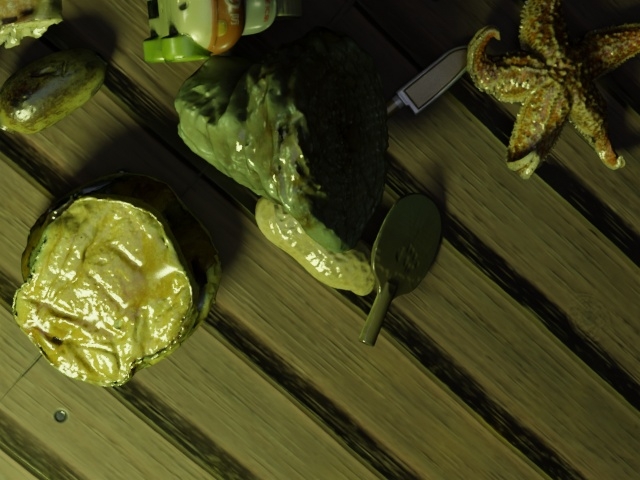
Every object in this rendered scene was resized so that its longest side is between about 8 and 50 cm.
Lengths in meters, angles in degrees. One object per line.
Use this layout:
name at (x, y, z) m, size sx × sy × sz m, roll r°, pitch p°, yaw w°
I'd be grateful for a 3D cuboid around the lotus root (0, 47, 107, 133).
lotus root at (-0.380, -0.210, 1.609) m, size 0.179 × 0.080 × 0.089 m, roll -33°, pitch 102°, yaw 1°

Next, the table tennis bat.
table tennis bat at (0.110, 0.042, 1.677) m, size 0.131 × 0.022 × 0.234 m, roll 31°, pitch 79°, yaw -44°

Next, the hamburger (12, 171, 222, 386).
hamburger at (-0.290, 0.050, 1.633) m, size 0.285 × 0.134 × 0.265 m, roll -35°, pitch 103°, yaw 8°

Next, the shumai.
shumai at (-0.070, -0.130, 1.566) m, size 0.263 × 0.309 × 0.304 m, roll -1°, pitch 80°, yaw 27°

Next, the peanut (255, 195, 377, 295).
peanut at (0.000, 0.000, 1.673) m, size 0.214 × 0.090 × 0.099 m, roll 42°, pitch 65°, yaw -11°

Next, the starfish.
starfish at (0.363, -0.235, 1.660) m, size 0.303 × 0.113 × 0.312 m, roll -29°, pitch 97°, yaw -6°

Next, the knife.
knife at (0.133, -0.206, 1.685) m, size 0.256 × 0.022 × 0.046 m, roll -38°, pitch 89°, yaw 0°

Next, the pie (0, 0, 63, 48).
pie at (-0.517, -0.323, 1.571) m, size 0.337 × 0.075 × 0.338 m, roll 0°, pitch 92°, yaw 6°

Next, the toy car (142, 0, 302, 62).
toy car at (-0.127, -0.321, 1.558) m, size 0.235 × 0.235 × 0.145 m, roll -5°, pitch 100°, yaw -4°
